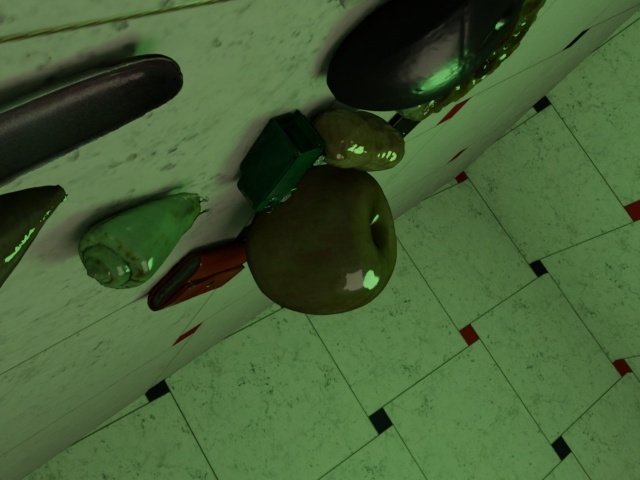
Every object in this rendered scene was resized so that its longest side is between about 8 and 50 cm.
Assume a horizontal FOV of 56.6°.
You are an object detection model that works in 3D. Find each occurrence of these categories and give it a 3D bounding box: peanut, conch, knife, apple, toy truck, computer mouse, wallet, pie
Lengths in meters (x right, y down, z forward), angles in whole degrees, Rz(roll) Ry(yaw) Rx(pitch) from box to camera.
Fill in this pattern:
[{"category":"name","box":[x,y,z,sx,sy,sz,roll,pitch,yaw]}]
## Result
[{"category":"peanut","box":[0.052,-0.142,0.864,0.099,0.099,0.214,-42,167,29]},{"category":"conch","box":[-0.199,0.000,0.670,0.106,0.079,0.170,-25,-170,42]},{"category":"knife","box":[-0.202,-0.061,0.355,0.278,0.053,0.123,-43,134,-38]},{"category":"apple","box":[0.000,0.000,0.995,0.234,0.256,0.257,-7,-170,31]},{"category":"toy truck","box":[-0.053,-0.097,0.779,0.079,0.065,0.147,-28,167,-43]},{"category":"computer mouse","box":[0.138,-0.226,0.677,0.270,0.086,0.137,-33,156,0]},{"category":"wallet","box":[-0.204,0.058,1.072,0.142,0.045,0.204,-41,172,22]},{"category":"pie","box":[0.224,-0.288,0.875,0.306,0.071,0.306,-33,169,-7]}]

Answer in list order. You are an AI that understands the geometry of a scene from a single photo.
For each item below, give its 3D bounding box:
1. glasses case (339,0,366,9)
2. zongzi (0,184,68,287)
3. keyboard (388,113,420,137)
[{"category":"glasses case","box":[0.052,-0.245,0.551,0.083,0.021,0.032,-38,175,-2]},{"category":"zongzi","box":[-0.314,0.081,0.423,0.274,0.125,0.251,-39,174,-41]},{"category":"keyboard","box":[0.232,-0.294,1.092,0.317,0.027,0.106,-43,167,33]}]
